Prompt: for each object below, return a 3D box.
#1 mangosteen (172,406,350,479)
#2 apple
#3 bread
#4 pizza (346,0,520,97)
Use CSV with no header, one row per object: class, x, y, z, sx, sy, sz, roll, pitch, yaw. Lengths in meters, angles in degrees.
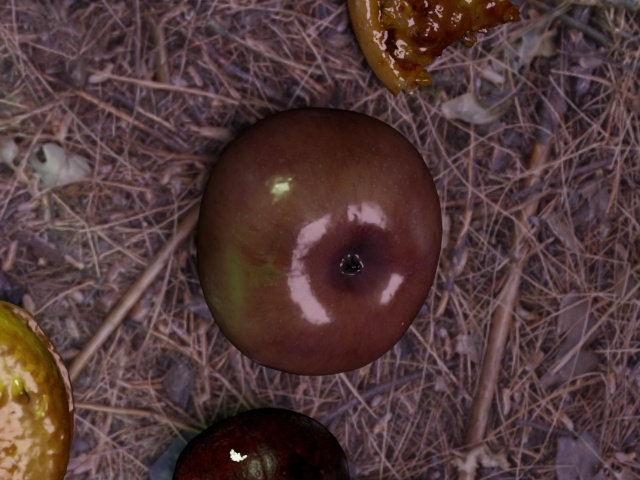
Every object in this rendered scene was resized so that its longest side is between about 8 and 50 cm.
mangosteen,-0.069,0.306,1.792,0.216,0.216,0.216,-4,103,-17
apple,0.000,0.000,1.735,0.306,0.235,0.305,-4,102,-18
bread,-0.394,0.145,1.663,0.340,0.194,0.179,31,93,-17
pizza,0.140,-0.308,1.793,0.229,0.081,0.289,-4,102,-17
